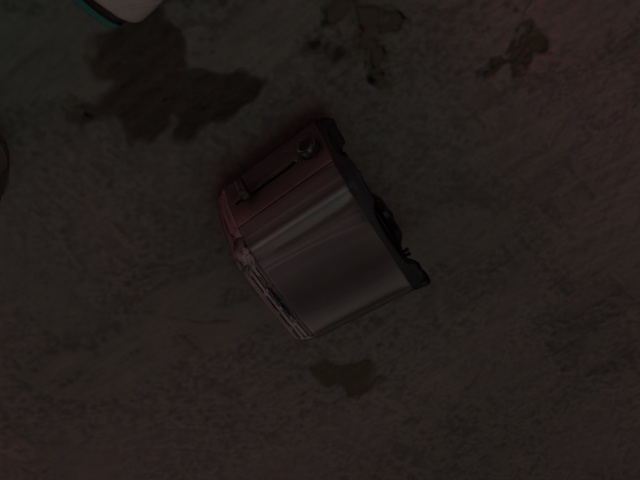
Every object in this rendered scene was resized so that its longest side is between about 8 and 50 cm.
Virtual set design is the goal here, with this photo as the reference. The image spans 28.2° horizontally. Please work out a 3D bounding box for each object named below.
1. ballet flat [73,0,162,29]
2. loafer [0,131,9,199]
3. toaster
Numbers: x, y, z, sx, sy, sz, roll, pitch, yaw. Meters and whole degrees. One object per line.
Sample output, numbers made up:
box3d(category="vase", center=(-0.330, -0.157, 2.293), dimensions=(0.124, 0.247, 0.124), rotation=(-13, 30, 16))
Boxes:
box3d(category="ballet flat", center=(-0.243, -0.304, 0.926), dimensions=(0.139, 0.139, 0.400), rotation=(-44, 135, 13))
box3d(category="loafer", center=(-0.364, -0.132, 1.019), dimensions=(0.112, 0.111, 0.319), rotation=(-37, 130, 8))
box3d(category="toaster", center=(0.000, 0.000, 1.254), dimensions=(0.146, 0.129, 0.227), rotation=(-30, 132, 6))
